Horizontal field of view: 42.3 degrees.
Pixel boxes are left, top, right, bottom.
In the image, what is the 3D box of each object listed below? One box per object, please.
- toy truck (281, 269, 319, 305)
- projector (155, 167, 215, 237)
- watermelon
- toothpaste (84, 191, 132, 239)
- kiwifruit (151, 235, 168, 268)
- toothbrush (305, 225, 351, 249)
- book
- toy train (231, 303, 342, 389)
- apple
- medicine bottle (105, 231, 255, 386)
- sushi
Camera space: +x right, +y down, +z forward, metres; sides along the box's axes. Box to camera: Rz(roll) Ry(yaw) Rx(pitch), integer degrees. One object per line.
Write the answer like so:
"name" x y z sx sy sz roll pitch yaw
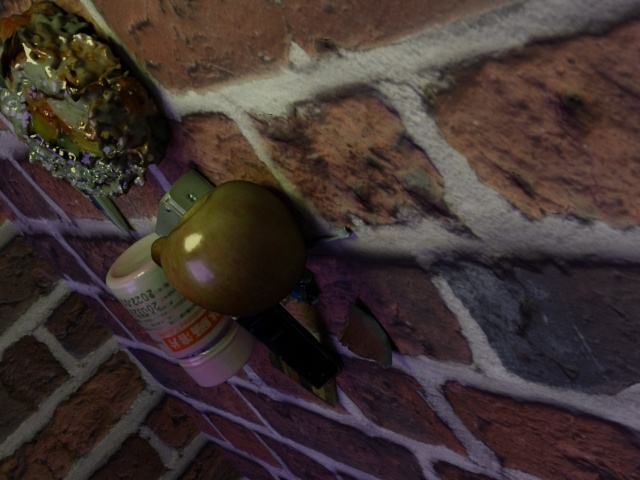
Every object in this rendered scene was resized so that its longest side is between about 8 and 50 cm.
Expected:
"toy truck" -0.080 0.092 1.729 0.154 0.078 0.080 25 149 36
"projector" -0.247 -0.016 1.769 0.198 0.108 0.250 42 156 1
"watermelon" 0.087 0.196 1.662 0.155 0.080 0.101 33 168 -15
"toothpaste" -0.596 -0.109 2.243 0.069 0.047 0.268 -1 136 41
"kiwifruit" -0.303 0.034 1.721 0.124 0.075 0.075 26 151 42
"toothbrush" 0.000 0.000 1.525 0.019 0.016 0.219 50 156 -11
"book" -0.052 0.334 2.153 0.228 0.024 0.160 31 151 26
"toy train" -0.075 0.210 1.816 0.089 0.086 0.409 46 178 40
"apple" -0.155 0.024 1.516 0.234 0.257 0.257 50 155 -16
"medicine bottle" -0.351 0.178 2.118 0.219 0.219 0.388 6 136 54
"sushi" -0.477 -0.264 1.642 0.417 0.176 0.417 28 147 20
